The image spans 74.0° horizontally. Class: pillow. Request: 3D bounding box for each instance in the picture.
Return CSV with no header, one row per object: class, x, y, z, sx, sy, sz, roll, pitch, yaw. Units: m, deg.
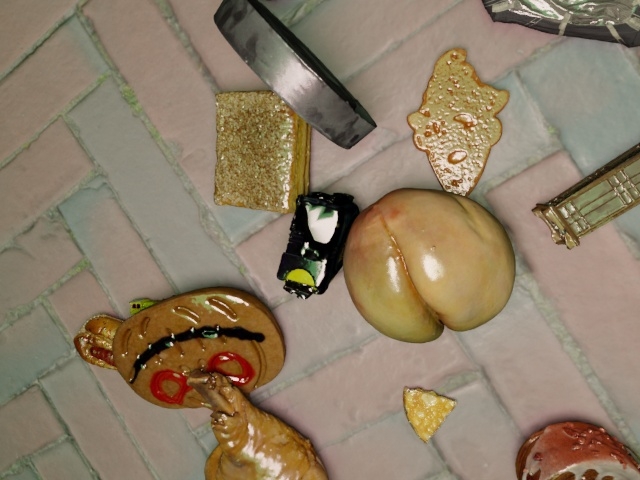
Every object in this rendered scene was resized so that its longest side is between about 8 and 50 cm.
pillow,0.413,-0.425,0.705,0.335,0.092,0.161,17,95,12

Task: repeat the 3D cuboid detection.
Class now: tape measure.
tape measure,0.000,0.000,0.810,0.112,0.186,0.198,23,106,15

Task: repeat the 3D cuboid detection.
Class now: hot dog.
hot dog,-0.467,0.264,1.011,0.253,0.069,0.131,22,101,9

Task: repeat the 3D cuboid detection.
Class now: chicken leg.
chicken leg,-0.172,0.449,0.900,0.295,0.182,0.409,-27,103,34

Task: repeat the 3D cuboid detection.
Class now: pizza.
pizza,0.231,0.352,0.877,0.109,0.026,0.122,-20,89,12

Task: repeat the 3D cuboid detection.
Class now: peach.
peach,0.178,0.040,0.739,0.293,0.247,0.292,12,126,18

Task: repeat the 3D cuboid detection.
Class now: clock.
clock,-0.036,-0.285,0.715,0.066,0.319,0.319,-43,86,18

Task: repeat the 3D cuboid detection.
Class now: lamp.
lamp,0.535,-0.112,0.715,0.325,0.090,0.089,-36,88,16

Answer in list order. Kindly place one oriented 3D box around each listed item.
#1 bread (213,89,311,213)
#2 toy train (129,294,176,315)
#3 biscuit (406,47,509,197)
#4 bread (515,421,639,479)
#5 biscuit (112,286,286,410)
bread,-0.112,-0.175,0.855,0.185,0.110,0.234,7,99,19
toy train,-0.318,0.168,0.973,0.250,0.053,0.085,-3,90,14
biscuit,0.257,-0.211,0.795,0.183,0.043,0.280,-4,100,17
bread,0.471,0.440,0.779,0.224,0.142,0.212,-37,102,14
biscuit,-0.255,0.258,0.917,0.368,0.063,0.314,-20,109,9
